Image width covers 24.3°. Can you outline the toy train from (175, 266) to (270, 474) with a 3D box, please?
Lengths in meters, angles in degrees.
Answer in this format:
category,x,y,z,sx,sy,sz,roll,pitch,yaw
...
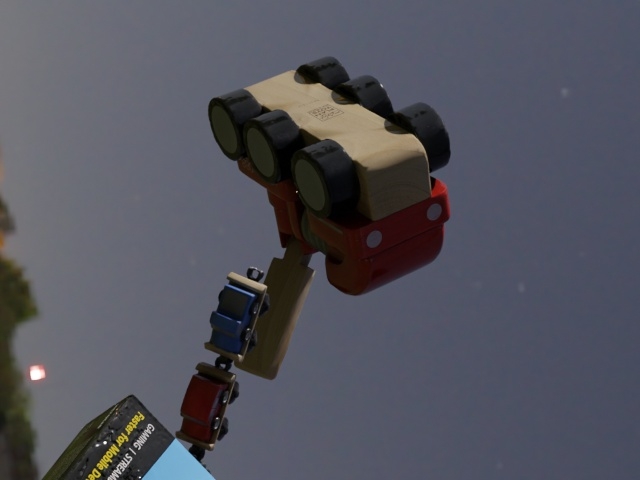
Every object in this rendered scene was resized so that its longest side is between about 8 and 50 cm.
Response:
category,x,y,z,sx,sy,sz,roll,pitch,yaw
toy train,-0.064,0.090,0.833,0.036,0.027,0.158,8,102,-68

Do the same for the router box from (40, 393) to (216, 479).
category,x,y,z,sx,sy,sz,roll,pitch,yaw
router box,-0.094,0.175,0.677,0.133,0.179,0.046,47,-52,-10

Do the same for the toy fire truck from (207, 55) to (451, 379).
category,x,y,z,sx,sy,sz,roll,pitch,yaw
toy fire truck,0.000,0.000,1.254,0.217,0.158,0.246,34,-39,50
